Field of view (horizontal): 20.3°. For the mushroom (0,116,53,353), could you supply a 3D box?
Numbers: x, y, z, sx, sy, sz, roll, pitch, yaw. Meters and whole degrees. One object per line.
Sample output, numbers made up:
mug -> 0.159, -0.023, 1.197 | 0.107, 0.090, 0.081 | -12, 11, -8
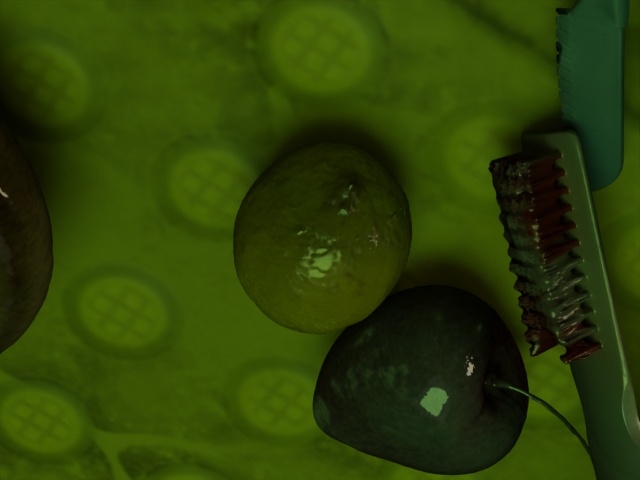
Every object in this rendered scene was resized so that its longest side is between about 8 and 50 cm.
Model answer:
mushroom -> -0.294, -0.025, 1.105 | 0.278, 0.146, 0.278 | 12, 132, 14

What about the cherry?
cherry -> 0.079, 0.115, 1.162 | 0.148, 0.115, 0.188 | -30, 124, 5

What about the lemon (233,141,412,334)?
lemon -> 0.000, 0.000, 1.091 | 0.109, 0.109, 0.133 | 22, 135, -6

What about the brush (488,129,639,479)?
brush -> 0.162, 0.092, 1.085 | 0.050, 0.060, 0.321 | -20, 102, -26

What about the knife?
knife -> 0.149, -0.115, 0.974 | 0.044, 0.019, 0.313 | 16, 149, 19
